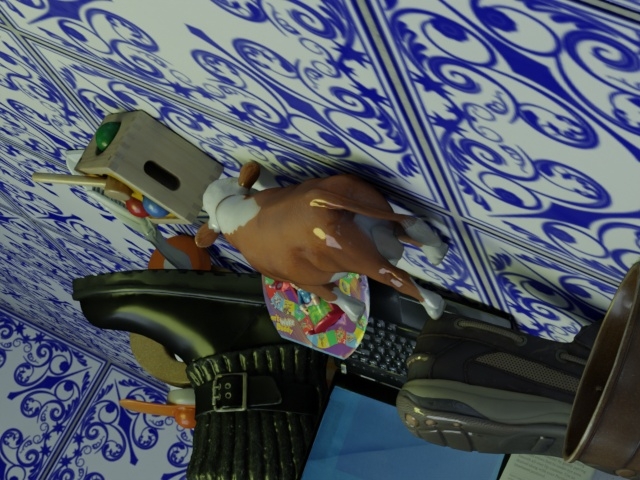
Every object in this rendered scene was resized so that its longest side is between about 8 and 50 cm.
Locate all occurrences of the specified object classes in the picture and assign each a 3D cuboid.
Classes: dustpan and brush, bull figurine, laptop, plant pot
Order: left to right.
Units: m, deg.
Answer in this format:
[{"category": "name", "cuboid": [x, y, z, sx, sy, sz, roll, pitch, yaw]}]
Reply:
[{"category": "dustpan and brush", "cuboid": [-0.222, -0.030, 1.994, 0.211, 0.060, 0.147, 35, 166, -25]}, {"category": "bull figurine", "cuboid": [0.000, 0.000, 1.541, 0.188, 0.101, 0.310, 29, 170, -19]}, {"category": "laptop", "cuboid": [0.081, 0.182, 1.739, 0.234, 0.136, 0.264, 17, 137, 27]}, {"category": "plant pot", "cuboid": [0.296, 0.122, 1.266, 0.165, 0.167, 0.167, 19, 167, 3]}]

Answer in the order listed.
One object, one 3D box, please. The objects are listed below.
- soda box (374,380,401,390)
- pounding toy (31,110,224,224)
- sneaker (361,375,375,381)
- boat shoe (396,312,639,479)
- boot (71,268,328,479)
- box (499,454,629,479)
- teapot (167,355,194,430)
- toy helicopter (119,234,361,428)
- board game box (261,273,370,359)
[{"category": "soda box", "cuboid": [0.202, 0.223, 1.930, 0.286, 0.091, 0.098, 30, -164, -2]}, {"category": "pounding toy", "cuboid": [-0.203, -0.071, 1.697, 0.141, 0.100, 0.130, 34, 166, -23]}, {"category": "sneaker", "cuboid": [0.059, 0.253, 2.349, 0.111, 0.129, 0.297, 21, 167, 26]}, {"category": "boat shoe", "cuboid": [0.250, 0.134, 1.467, 0.355, 0.130, 0.132, 10, 160, -5]}, {"category": "boot", "cuboid": [-0.145, 0.165, 1.928, 0.348, 0.260, 0.131, 3, 179, 21]}, {"category": "box", "cuboid": [0.266, 0.216, 1.639, 0.091, 0.170, 0.130, 19, 164, 33]}, {"category": "teapot", "cuboid": [-0.149, 0.212, 2.513, 0.252, 0.187, 0.256, 22, 165, 27]}, {"category": "toy helicopter", "cuboid": [-0.105, 0.157, 2.079, 0.355, 0.235, 0.140, 21, 165, 32]}, {"category": "board game box", "cuboid": [-0.018, 0.056, 1.738, 0.033, 0.133, 0.168, -12, -160, -42]}]
